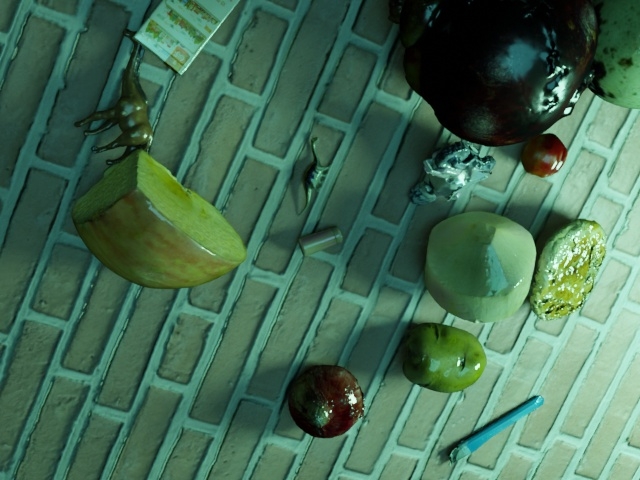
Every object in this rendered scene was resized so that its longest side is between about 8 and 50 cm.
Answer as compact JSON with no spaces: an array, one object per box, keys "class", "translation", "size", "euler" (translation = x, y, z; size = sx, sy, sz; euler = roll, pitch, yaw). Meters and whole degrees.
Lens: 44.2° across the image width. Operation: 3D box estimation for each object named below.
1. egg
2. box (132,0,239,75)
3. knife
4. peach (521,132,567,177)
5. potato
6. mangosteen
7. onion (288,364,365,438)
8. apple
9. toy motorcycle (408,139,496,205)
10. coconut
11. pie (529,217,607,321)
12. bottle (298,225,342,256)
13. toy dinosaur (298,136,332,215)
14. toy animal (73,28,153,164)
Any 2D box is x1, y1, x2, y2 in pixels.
[{"class":"egg","translation":[0.724,-0.432,1.695],"size":[0.379,0.288,0.287],"euler":[-21,108,-25]},{"class":"box","translation":[-0.265,-0.458,1.604],"size":[0.122,0.032,0.220],"euler":[39,84,-19]},{"class":"knife","translation":[0.444,0.480,2.004],"size":[0.297,0.026,0.044],"euler":[-31,110,-5]},{"class":"peach","translation":[0.514,-0.197,1.812],"size":[0.101,0.101,0.100],"euler":[-3,104,-11]},{"class":"potato","translation":[0.290,0.278,1.862],"size":[0.200,0.137,0.154],"euler":[11,101,-12]},{"class":"mangosteen","translation":[0.358,-0.408,1.600],"size":[0.381,0.381,0.421],"euler":[-32,78,-2]},{"class":"onion","translation":[0.013,0.384,1.831],"size":[0.184,0.147,0.184],"euler":[1,105,4]},{"class":"apple","translation":[-0.321,-0.018,1.614],"size":[0.309,0.314,0.252],"euler":[47,55,-27]},{"class":"toy motorcycle","translation":[0.272,-0.136,1.744],"size":[0.204,0.108,0.239],"euler":[-33,144,24]},{"class":"coconut","translation":[0.358,0.054,1.777],"size":[0.259,0.259,0.259],"euler":[-3,104,-11]},{"class":"pie","translation":[0.583,0.069,1.855],"size":[0.274,0.055,0.274],"euler":[-22,125,-36]},{"class":"bottle","translation":[0.000,0.000,1.784],"size":[0.096,0.045,0.045],"euler":[-21,107,-8]},{"class":"toy dinosaur","translation":[-0.010,-0.137,1.753],"size":[0.058,0.037,0.180],"euler":[13,94,10]},{"class":"toy animal","translation":[-0.403,-0.293,1.622],"size":[0.230,0.066,0.224],"euler":[-35,94,2]}]
